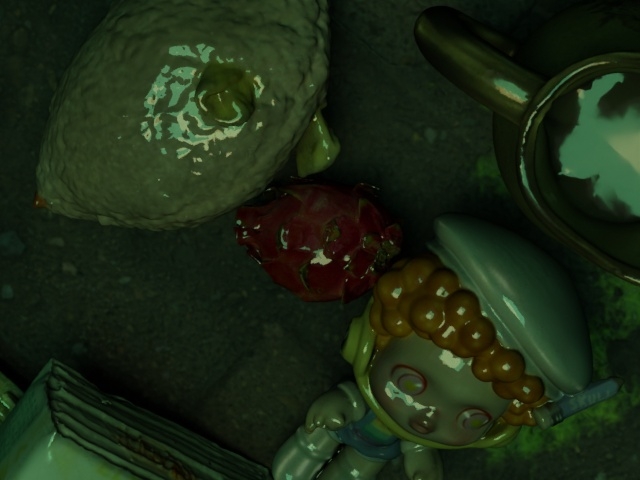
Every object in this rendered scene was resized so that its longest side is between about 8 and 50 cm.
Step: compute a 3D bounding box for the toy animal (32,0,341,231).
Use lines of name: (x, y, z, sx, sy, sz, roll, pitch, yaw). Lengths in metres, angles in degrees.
toy animal: (-0.129, -0.127, 1.414, 0.358, 0.188, 0.226, -42, 58, 17)

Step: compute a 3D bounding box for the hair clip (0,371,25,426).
hair clip: (-0.413, 0.139, 1.588, 0.321, 0.091, 0.138, 44, 99, -7)

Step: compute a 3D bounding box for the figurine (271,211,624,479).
figurine: (0.082, 0.119, 1.459, 0.382, 0.205, 0.224, -31, 111, 32)

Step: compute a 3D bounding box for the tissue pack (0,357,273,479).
tissue pack: (-0.262, 0.348, 1.539, 0.287, 0.162, 0.388, 30, 108, -24)

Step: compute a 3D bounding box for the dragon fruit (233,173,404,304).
dragon fruit: (0.000, 0.000, 1.468, 0.166, 0.133, 0.136, 6, 61, 10)

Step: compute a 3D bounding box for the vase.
vase: (0.226, -0.109, 1.305, 0.329, 0.302, 0.241, 29, 108, 4)
